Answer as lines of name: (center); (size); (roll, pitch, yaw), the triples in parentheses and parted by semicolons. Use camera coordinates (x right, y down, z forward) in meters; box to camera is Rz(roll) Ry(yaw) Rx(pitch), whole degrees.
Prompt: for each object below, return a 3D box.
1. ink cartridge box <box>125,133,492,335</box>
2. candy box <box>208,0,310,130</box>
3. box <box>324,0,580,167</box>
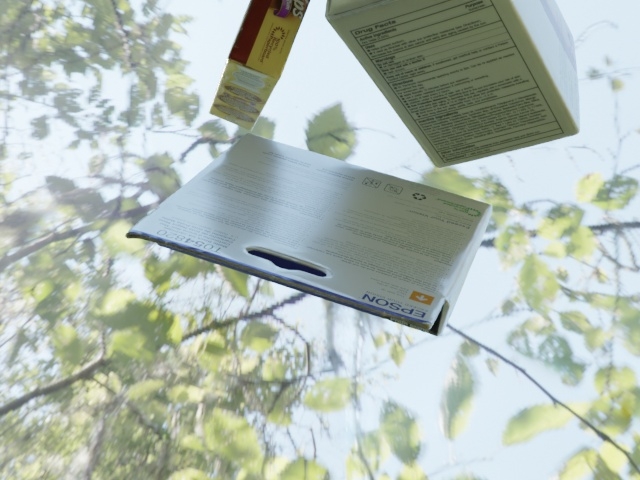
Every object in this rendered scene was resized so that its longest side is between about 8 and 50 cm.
ink cartridge box: (0.000, 0.000, 0.797); (0.223, 0.224, 0.045); (18, -63, 13)
candy box: (-0.056, -0.180, 1.000); (0.053, 0.186, 0.109); (22, -102, -6)
box: (0.125, -0.190, 0.956); (0.148, 0.232, 0.127); (-12, -126, 26)
